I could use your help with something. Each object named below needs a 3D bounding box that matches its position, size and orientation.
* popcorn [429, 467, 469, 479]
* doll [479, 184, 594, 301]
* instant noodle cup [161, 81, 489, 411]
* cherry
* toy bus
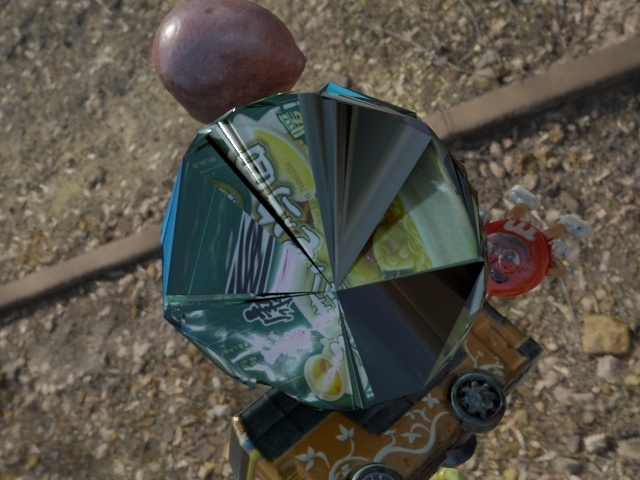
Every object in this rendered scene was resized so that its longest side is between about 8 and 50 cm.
[{"bbox_3d":[0.166,0.480,1.323,0.195,0.256,0.255,-7,33,33],"label":"popcorn"},{"bbox_3d":[0.300,0.007,1.377,0.217,0.085,0.183,-40,56,-22],"label":"doll"},{"bbox_3d":[0.017,-0.008,0.679,0.240,0.178,0.240,3,104,11],"label":"instant noodle cup"},{"bbox_3d":[-0.150,-0.307,1.467,0.239,0.239,0.206,-34,52,18],"label":"cherry"},{"bbox_3d":[0.058,0.157,0.812,0.275,0.138,0.167,-36,69,-25],"label":"toy bus"}]
